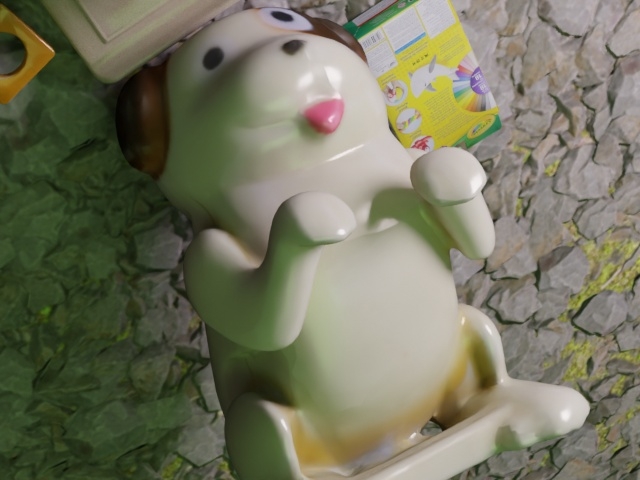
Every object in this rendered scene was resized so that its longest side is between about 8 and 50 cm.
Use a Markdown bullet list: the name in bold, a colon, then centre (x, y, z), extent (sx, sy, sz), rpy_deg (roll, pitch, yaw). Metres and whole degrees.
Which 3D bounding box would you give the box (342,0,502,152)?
- **box**: centre (0.098, -0.150, 1.275), extent (0.105, 0.043, 0.179), rpy_deg (-33, 125, -4)

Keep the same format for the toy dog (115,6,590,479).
- **toy dog**: centre (0.000, 0.000, 1.153), extent (0.285, 0.395, 0.408), rpy_deg (-21, 99, -14)

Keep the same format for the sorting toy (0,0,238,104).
- **sorting toy**: centre (-0.158, -0.251, 1.093), extent (0.348, 0.047, 0.196), rpy_deg (-34, 123, -3)
